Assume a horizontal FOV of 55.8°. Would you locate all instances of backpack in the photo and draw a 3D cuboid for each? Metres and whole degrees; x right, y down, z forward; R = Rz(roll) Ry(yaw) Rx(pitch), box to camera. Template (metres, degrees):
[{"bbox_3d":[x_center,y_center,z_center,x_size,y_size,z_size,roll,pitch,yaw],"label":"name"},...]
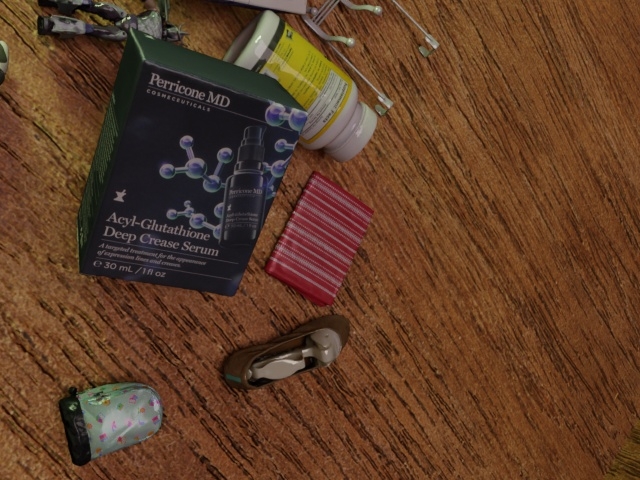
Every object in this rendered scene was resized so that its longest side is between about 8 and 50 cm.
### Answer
[{"bbox_3d":[-0.404,0.351,1.188,0.181,0.115,0.152,-13,97,-31],"label":"backpack"}]

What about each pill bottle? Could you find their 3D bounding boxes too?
[{"bbox_3d":[-0.042,-0.319,1.310,0.333,0.187,0.188,34,77,-27],"label":"pill bottle"}]

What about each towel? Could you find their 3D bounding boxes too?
[{"bbox_3d":[0.000,0.000,1.443,0.198,0.031,0.275,32,76,-25],"label":"towel"}]

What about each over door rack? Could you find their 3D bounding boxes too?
[{"bbox_3d":[0.140,-0.503,1.448,0.324,0.108,0.240,45,73,-24],"label":"over door rack"}]

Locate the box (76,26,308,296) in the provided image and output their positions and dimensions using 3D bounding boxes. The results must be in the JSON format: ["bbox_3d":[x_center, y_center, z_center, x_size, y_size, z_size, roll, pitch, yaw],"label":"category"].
[{"bbox_3d":[-0.248,-0.129,1.107,0.293,0.212,0.396,12,114,-29],"label":"box"}]

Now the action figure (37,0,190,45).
[{"bbox_3d":[-0.387,-0.415,1.163,0.284,0.099,0.186,-1,88,-32],"label":"action figure"}]

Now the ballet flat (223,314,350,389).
[{"bbox_3d":[-0.051,0.260,1.376,0.342,0.124,0.116,-13,99,-29],"label":"ballet flat"}]

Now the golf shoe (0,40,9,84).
[{"bbox_3d":[-0.675,-0.330,1.019,0.272,0.105,0.120,21,52,-21],"label":"golf shoe"}]

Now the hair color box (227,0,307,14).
[{"bbox_3d":[-0.159,-0.558,1.184,0.338,0.110,0.185,-18,119,-54],"label":"hair color box"}]
